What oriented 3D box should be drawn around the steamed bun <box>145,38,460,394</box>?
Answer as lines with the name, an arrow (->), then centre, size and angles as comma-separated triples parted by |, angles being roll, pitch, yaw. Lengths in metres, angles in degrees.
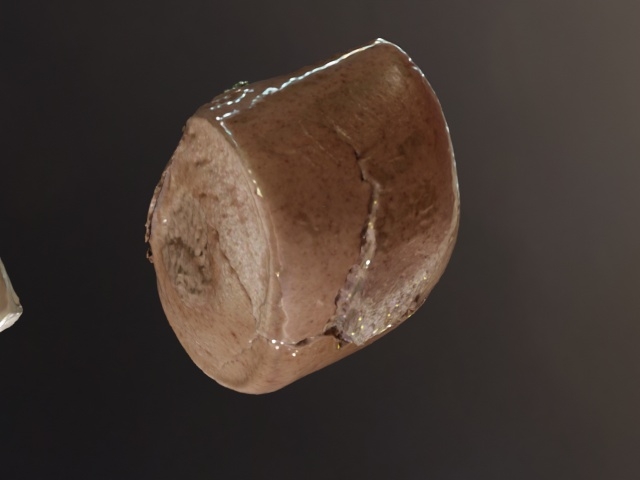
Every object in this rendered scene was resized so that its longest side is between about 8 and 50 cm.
steamed bun -> 0.000, 0.000, 1.675 | 0.199, 0.252, 0.301 | 58, 152, 31

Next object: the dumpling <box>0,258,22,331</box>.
dumpling -> -0.379, 0.051, 1.917 | 0.229, 0.151, 0.124 | 56, -173, -51

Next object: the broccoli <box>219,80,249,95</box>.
broccoli -> -0.044, -0.066, 2.266 | 0.198, 0.176, 0.226 | -153, 66, -75
